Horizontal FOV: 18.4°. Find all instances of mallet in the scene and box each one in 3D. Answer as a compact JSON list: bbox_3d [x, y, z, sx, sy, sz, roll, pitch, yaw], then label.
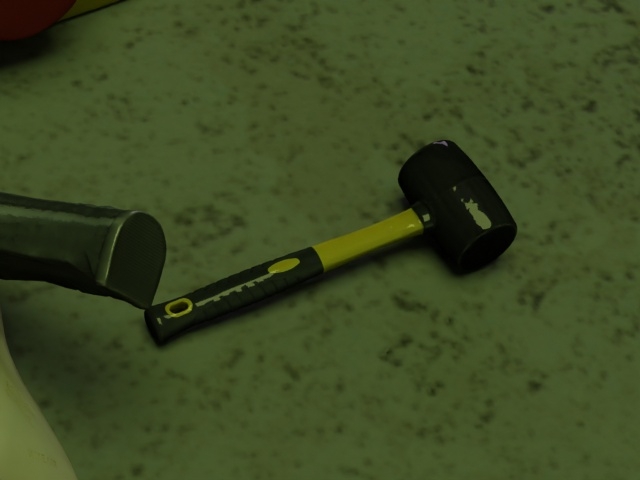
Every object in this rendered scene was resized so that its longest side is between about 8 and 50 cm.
[{"bbox_3d":[0.000,0.000,0.951,0.189,0.039,0.062,-15,57,-18],"label":"mallet"}]

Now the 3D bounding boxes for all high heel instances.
[{"bbox_3d":[-0.186,0.091,0.831,0.186,0.093,0.261,8,65,35],"label":"high heel"}]

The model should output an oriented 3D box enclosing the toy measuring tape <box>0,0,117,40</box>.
[{"bbox_3d":[-0.118,-0.181,1.018,0.330,0.121,0.121,-24,60,-28],"label":"toy measuring tape"}]
